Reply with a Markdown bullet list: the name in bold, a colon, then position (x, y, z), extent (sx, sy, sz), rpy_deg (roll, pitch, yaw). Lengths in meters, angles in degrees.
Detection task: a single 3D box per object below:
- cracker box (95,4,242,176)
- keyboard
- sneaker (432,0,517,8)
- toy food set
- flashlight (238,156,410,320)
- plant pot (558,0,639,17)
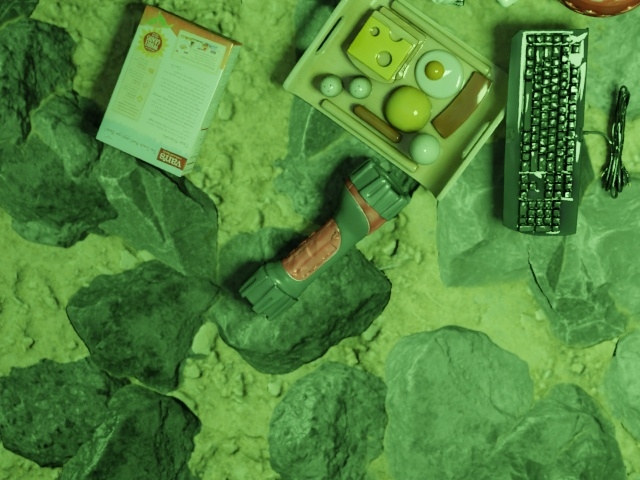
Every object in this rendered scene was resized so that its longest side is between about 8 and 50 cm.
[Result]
- **cracker box**: position (-0.242, -0.238, 1.912), extent (0.155, 0.067, 0.232), rpy_deg (25, 102, 6)
- **keyboard**: position (0.379, -0.160, 1.802), extent (0.201, 0.033, 0.317), rpy_deg (-3, 108, -6)
- **sneaker**: position (0.168, -0.412, 1.799), extent (0.292, 0.110, 0.118), rpy_deg (6, 109, 9)
- **toy food set**: position (0.125, -0.235, 1.836), extent (0.306, 0.092, 0.220), rpy_deg (36, 103, 2)
- **flashlight**: position (0.000, 0.000, 1.891), extent (0.304, 0.103, 0.103), rpy_deg (-40, 92, 13)
- **plant pot**: position (0.412, -0.416, 1.718), extent (0.191, 0.174, 0.191), rpy_deg (1, 101, 8)
